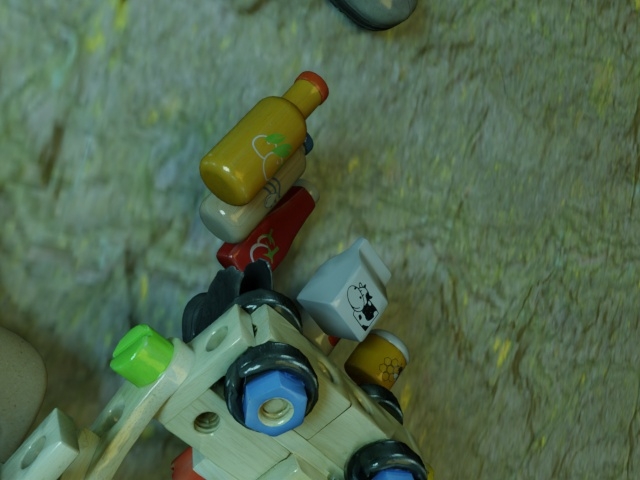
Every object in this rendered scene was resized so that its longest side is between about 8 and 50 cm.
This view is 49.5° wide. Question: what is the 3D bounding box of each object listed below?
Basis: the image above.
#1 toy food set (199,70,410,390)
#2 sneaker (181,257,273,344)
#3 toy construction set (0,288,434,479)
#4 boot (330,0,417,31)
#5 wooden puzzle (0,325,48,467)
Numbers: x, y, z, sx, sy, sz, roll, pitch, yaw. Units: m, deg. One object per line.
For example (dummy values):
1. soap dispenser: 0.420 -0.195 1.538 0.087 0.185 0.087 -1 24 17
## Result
1. toy food set: 0.000 0.000 0.513 0.104 0.111 0.232 -51 120 -26
2. sneaker: -0.057 0.096 0.486 0.051 0.089 0.170 -14 101 -39
3. toy construction set: -0.053 0.159 0.410 0.215 0.151 0.327 -40 132 10
4. boot: 0.046 -0.277 0.502 0.083 0.161 0.247 -44 119 -29
5. wooden puzzle: -0.332 0.133 0.268 0.322 0.080 0.348 39 64 -36
